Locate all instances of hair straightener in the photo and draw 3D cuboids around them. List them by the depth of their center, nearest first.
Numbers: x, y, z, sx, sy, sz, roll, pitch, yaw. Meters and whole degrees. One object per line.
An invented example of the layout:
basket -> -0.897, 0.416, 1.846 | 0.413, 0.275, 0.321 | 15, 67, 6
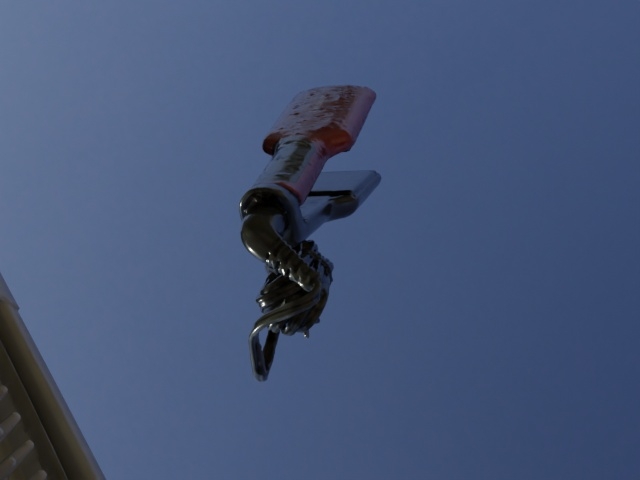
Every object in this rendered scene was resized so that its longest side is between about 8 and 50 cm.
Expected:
hair straightener -> 0.000, 0.000, 0.630 | 0.047, 0.089, 0.230 | -3, -163, 4

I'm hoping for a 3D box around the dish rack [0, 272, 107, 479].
dish rack -> -0.269, 0.054, 0.880 | 0.072, 0.285, 0.333 | -46, -134, 8
